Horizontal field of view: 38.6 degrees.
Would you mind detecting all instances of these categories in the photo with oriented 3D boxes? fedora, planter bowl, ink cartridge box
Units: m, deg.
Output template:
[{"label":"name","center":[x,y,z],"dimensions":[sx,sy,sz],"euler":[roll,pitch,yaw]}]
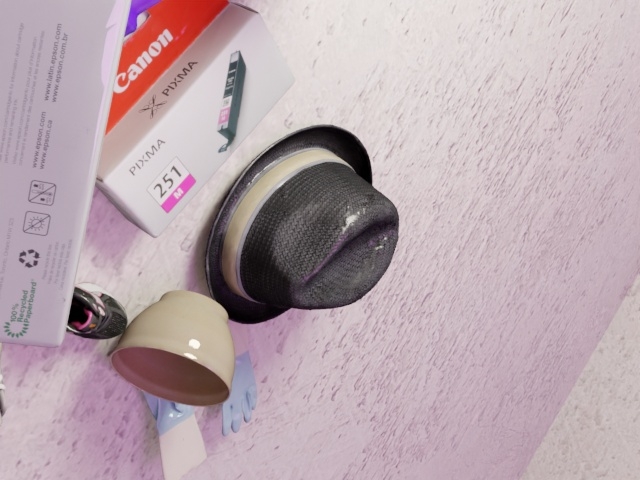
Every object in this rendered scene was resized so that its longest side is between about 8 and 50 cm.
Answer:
[{"label":"fedora","center":[0.000,0.000,1.306],"dimensions":[0.334,0.153,0.334],"euler":[-30,133,-38]},{"label":"planter bowl","center":[-0.183,0.134,1.206],"dimensions":[0.162,0.162,0.109],"euler":[66,31,-50]},{"label":"ink cartridge box","center":[-0.172,-0.173,1.055],"dimensions":[0.275,0.060,0.239],"euler":[-50,146,-12]},{"label":"ink cartridge box","center":[-0.341,-0.083,0.712],"dimensions":[0.330,0.071,0.324],"euler":[9,112,-20]}]

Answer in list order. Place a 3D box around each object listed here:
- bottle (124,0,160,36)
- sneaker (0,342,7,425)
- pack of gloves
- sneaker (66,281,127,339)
[{"label":"bottle","center":[-0.189,-0.295,0.909],"dimensions":[0.118,0.092,0.282],"euler":[28,93,-55]},{"label":"sneaker","center":[-0.371,0.139,0.986],"dimensions":[0.099,0.121,0.262],"euler":[3,113,-53]},{"label":"pack of gloves","center":[-0.185,0.219,1.362],"dimensions":[0.195,0.046,0.232],"euler":[-29,125,-37]},{"label":"sneaker","center":[-0.289,0.089,1.089],"dimensions":[0.072,0.077,0.178],"euler":[-57,146,0]}]
